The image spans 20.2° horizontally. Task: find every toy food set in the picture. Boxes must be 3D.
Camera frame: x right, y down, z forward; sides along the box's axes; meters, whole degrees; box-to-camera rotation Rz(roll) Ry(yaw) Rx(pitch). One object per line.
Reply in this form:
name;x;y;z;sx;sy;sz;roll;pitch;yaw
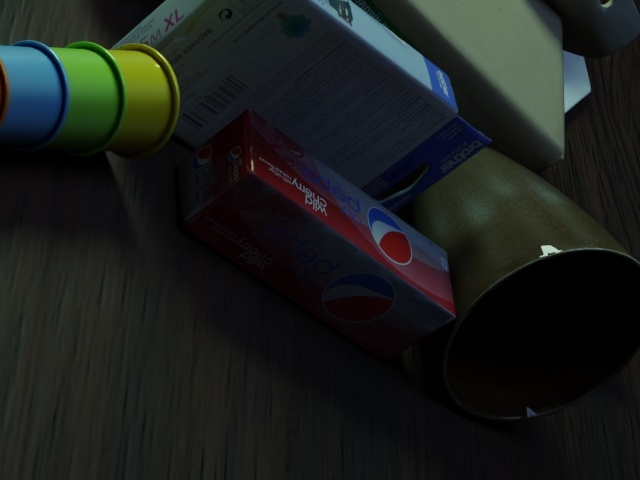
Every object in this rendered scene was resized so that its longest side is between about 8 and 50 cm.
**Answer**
toy food set;0.216;-0.342;2.102;0.306;0.092;0.220;26;-17;38

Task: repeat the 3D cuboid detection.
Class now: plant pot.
plant pot;0.174;0.019;1.738;0.215;0.215;0.230;28;23;-40

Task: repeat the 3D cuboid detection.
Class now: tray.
tray;0.292;-0.234;2.334;0.270;0.030;0.145;-36;114;-63

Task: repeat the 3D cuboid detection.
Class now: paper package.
paper package;0.103;-0.225;1.914;0.325;0.168;0.309;43;29;-22

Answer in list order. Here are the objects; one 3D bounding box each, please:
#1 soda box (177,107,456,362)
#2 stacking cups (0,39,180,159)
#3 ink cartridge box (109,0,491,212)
soda box;0.000;0.000;1.571;0.263;0.092;0.083;34;34;-33
stacking cups;-0.238;-0.100;1.332;0.316;0.096;0.096;-8;65;-55
ink cartridge box;-0.015;-0.127;1.591;0.311;0.185;0.065;34;31;-35
